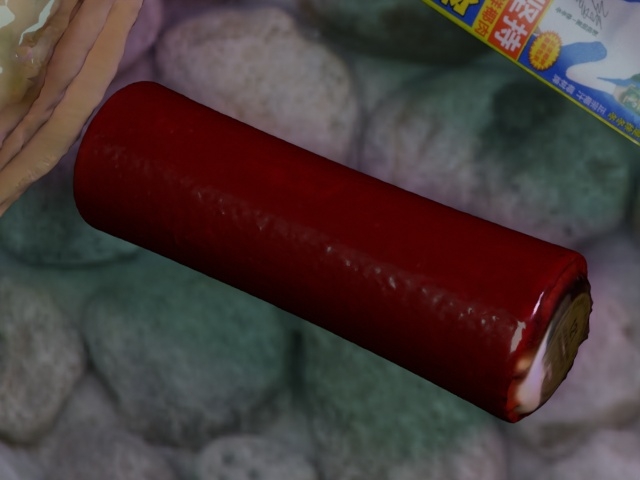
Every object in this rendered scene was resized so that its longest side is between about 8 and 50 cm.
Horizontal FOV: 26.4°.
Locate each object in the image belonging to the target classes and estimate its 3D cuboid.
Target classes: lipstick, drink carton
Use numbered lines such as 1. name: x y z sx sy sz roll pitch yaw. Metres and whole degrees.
1. lipstick: 0.000 0.000 0.608 0.241 0.080 0.080 23 102 25
2. drink carton: 0.110 -0.098 0.562 0.166 0.056 0.071 38 116 21

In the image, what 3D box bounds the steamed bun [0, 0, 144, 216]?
1. steamed bun: -0.151 -0.226 0.644 0.247 0.189 0.428 27 105 1
